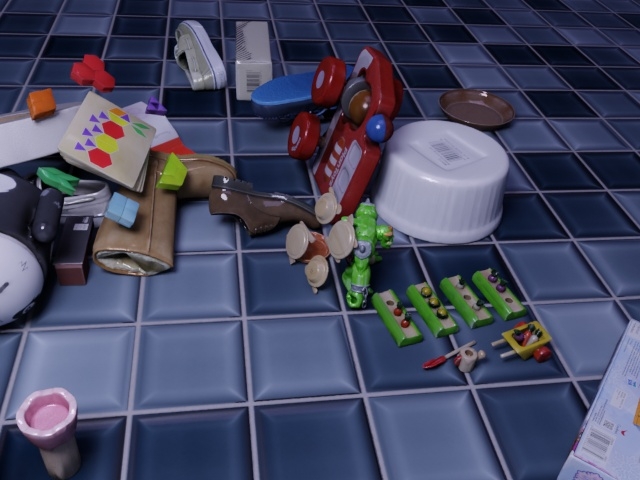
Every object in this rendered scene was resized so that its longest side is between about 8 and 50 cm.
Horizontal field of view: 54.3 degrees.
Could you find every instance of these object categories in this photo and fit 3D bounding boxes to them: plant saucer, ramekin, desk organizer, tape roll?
[{"bbox_3d":[-0.021,0.014,1.154,0.083,0.013,0.084,3,40,-2],"label":"plant saucer"},{"bbox_3d":[0.400,-0.333,1.615,0.198,0.036,0.199,4,39,-3],"label":"plant saucer"},{"bbox_3d":[0.246,-0.130,1.269,0.277,0.135,0.277,4,39,-3],"label":"ramekin"},{"bbox_3d":[-0.419,0.016,1.072,0.047,0.050,0.130,-1,40,-9],"label":"desk organizer"},{"bbox_3d":[-0.617,-0.186,1.160,0.391,0.072,0.392,-10,19,3],"label":"tape roll"}]

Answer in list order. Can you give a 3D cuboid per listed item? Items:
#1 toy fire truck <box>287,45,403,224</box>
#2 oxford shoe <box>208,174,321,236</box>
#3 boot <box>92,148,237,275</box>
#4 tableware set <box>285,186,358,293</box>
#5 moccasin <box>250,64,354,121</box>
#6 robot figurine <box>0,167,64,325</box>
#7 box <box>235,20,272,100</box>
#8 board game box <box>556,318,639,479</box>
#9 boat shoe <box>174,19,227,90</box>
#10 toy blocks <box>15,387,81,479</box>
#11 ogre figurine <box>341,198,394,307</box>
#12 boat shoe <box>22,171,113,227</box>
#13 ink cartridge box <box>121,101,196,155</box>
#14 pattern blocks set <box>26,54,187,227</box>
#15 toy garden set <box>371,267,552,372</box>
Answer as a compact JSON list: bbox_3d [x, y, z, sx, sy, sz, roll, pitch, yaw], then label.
[{"bbox_3d":[0.068,-0.209,1.227,0.169,0.302,0.254,12,31,-25],"label":"toy fire truck"},{"bbox_3d":[-0.102,-0.048,1.179,0.227,0.096,0.083,14,-6,-13],"label":"oxford shoe"},{"bbox_3d":[-0.274,-0.048,1.149,0.236,0.089,0.270,5,45,-11],"label":"boot"},{"bbox_3d":[0.000,0.000,1.069,0.020,0.169,0.141,11,42,-40],"label":"tableware set"},{"bbox_3d":[-0.016,-0.329,1.497,0.341,0.117,0.137,-22,47,-34],"label":"moccasin"},{"bbox_3d":[-0.509,0.008,0.979,0.173,0.209,0.278,10,35,-21],"label":"robot figurine"},{"bbox_3d":[-0.180,-0.483,1.667,0.094,0.113,0.275,-1,38,-7],"label":"box"},{"bbox_3d":[0.532,0.287,0.849,0.317,0.066,0.318,28,44,25],"label":"board game box"},{"bbox_3d":[-0.342,-0.502,1.673,0.094,0.109,0.302,-16,47,-22],"label":"boat shoe"},{"bbox_3d":[-0.375,0.280,0.589,0.308,0.260,0.289,-14,44,-23],"label":"toy blocks"},{"bbox_3d":[0.072,0.014,1.083,0.096,0.118,0.197,20,42,17],"label":"ogre figurine"},{"bbox_3d":[-0.515,-0.082,1.148,0.267,0.088,0.096,7,39,1],"label":"boat shoe"},{"bbox_3d":[-0.395,-0.212,1.352,0.232,0.066,0.189,29,44,31],"label":"ink cartridge box"},{"bbox_3d":[-0.367,-0.175,1.091,0.285,0.026,0.325,35,39,-17],"label":"pattern blocks set"},{"bbox_3d":[0.237,0.128,1.019,0.244,0.049,0.204,-10,42,-19],"label":"toy garden set"}]
